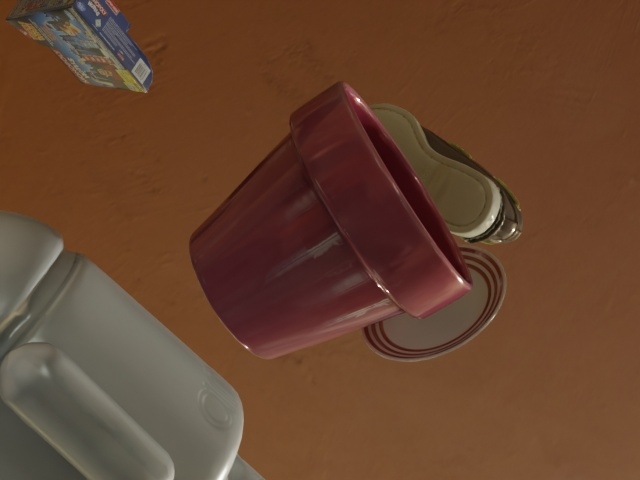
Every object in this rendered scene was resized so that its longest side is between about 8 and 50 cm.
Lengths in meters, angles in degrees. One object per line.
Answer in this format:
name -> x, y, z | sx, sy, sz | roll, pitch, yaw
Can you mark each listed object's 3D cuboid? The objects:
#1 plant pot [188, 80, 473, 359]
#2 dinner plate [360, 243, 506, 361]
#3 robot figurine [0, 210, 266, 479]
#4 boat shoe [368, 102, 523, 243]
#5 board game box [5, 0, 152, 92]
plant pot -> 0.000, 0.000, 0.779 | 0.180, 0.201, 0.201 | -33, -80, 12
dinner plate -> 0.102, 0.058, 0.846 | 0.141, 0.141, 0.017 | -12, -53, 29
robot figurine -> -0.197, 0.119, 0.667 | 0.353, 0.200, 0.300 | 45, -26, -18
boat shoe -> 0.153, -0.092, 1.306 | 0.324, 0.096, 0.117 | 42, -75, 47
board game box -> -0.371, -0.315, 1.419 | 0.194, 0.060, 0.194 | 14, -24, 32
